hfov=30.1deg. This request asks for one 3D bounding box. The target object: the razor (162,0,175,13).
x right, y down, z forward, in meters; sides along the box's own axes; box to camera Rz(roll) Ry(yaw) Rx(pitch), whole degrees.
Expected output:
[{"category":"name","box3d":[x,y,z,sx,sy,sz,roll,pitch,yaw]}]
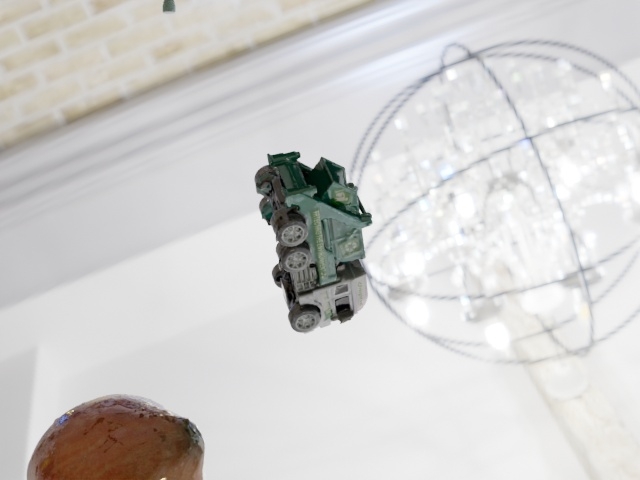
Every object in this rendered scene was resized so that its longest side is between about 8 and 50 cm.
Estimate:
[{"category":"razor","box3d":[-0.282,-0.542,2.236,0.106,0.232,0.068,-1,177,-18]}]

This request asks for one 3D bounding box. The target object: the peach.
[{"category":"peach","box3d":[-0.211,0.270,1.330,0.232,0.233,0.232,-17,-151,10]}]

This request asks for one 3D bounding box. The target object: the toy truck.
[{"category":"toy truck","box3d":[0.000,0.000,1.360,0.116,0.216,0.110,-15,-139,-7]}]
